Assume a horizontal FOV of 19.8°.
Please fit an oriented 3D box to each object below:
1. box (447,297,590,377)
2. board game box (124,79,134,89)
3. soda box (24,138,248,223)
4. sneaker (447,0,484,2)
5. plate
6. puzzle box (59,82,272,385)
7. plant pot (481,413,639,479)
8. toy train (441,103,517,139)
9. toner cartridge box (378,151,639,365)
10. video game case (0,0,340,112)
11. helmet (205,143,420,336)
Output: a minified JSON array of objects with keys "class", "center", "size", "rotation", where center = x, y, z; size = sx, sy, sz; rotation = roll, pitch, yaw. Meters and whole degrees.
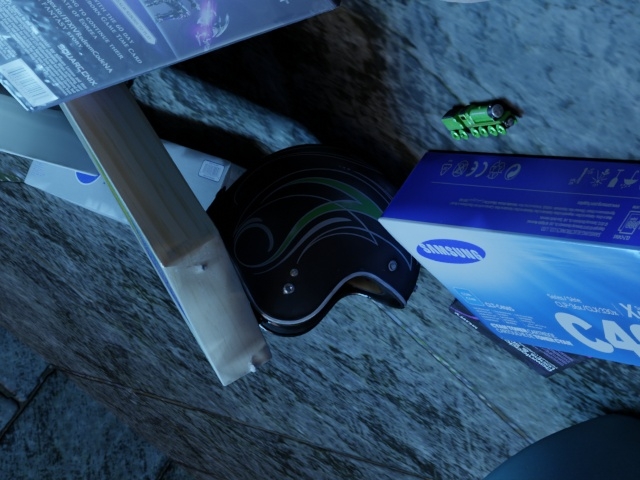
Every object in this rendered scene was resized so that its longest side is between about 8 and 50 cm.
[{"class":"box","center":[0.183,0.070,1.629],"size":[0.116,0.029,0.162],"rotation":[35,166,0]},{"class":"board game box","center":[-0.276,-0.197,1.791],"size":[0.186,0.026,0.126],"rotation":[40,165,-16]},{"class":"soda box","center":[-0.164,-0.054,1.826],"size":[0.286,0.091,0.098],"rotation":[19,177,44]},{"class":"sneaker","center":[-0.016,-0.227,1.034],"size":[0.302,0.108,0.121],"rotation":[17,157,28]},{"class":"plate","center":[-0.369,-0.175,1.781],"size":[0.277,0.045,0.278],"rotation":[17,-159,-49]},{"class":"puzzle box","center":[-0.175,-0.093,1.528],"size":[0.409,0.052,0.272],"rotation":[57,173,23]},{"class":"plant pot","center":[0.280,0.281,1.739],"size":[0.290,0.195,0.290],"rotation":[32,165,10]},{"class":"toy train","center":[0.114,-0.087,1.327],"size":[0.024,0.017,0.083],"rotation":[51,161,-15]},{"class":"toner cartridge box","center":[0.204,0.018,1.342],"size":[0.165,0.075,0.348],"rotation":[44,162,-26]},{"class":"video game case","center":[-0.150,-0.193,1.271],"size":[0.274,0.026,0.196],"rotation":[-16,134,26]},{"class":"helmet","center":[0.000,0.000,1.558],"size":[0.169,0.161,0.169],"rotation":[61,175,9]}]
